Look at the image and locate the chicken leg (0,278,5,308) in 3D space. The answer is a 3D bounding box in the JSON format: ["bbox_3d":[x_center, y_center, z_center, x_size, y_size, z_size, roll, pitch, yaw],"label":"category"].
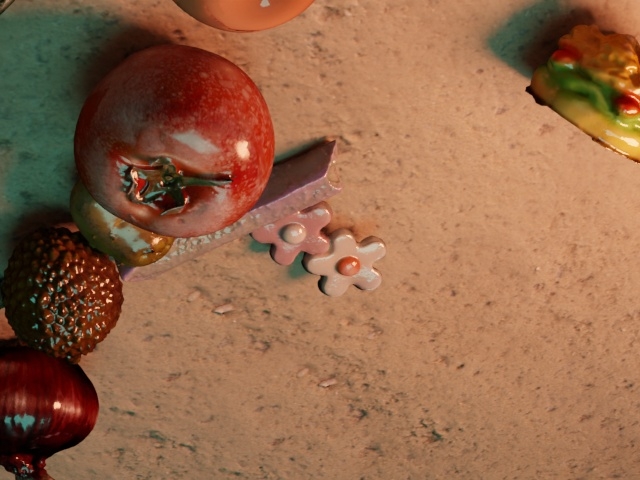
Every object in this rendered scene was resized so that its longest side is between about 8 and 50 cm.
[{"bbox_3d":[-0.571,0.087,2.168,0.196,0.080,0.125,28,112,-42],"label":"chicken leg"}]

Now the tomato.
[{"bbox_3d":[-0.191,-0.139,1.907,0.270,0.227,0.270,3,131,3],"label":"tomato"}]

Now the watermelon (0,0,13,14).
[{"bbox_3d":[-0.415,-0.336,1.679,0.136,0.207,0.202,-9,103,-27],"label":"watermelon"}]

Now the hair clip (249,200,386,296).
[{"bbox_3d":[0.000,0.006,2.283,0.146,0.075,0.257,-35,134,29],"label":"hair clip"}]

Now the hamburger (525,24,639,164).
[{"bbox_3d":[0.425,-0.222,2.044,0.237,0.237,0.149,20,111,-37],"label":"hamburger"}]

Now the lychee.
[{"bbox_3d":[-0.387,0.088,2.133,0.200,0.200,0.238,-12,121,-6],"label":"lychee"}]

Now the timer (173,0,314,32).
[{"bbox_3d":[-0.094,-0.368,1.677,0.230,0.215,0.229,-11,148,-7],"label":"timer"}]

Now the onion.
[{"bbox_3d":[-0.490,0.299,2.304,0.273,0.285,0.273,-8,165,-2],"label":"onion"}]

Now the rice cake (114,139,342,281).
[{"bbox_3d":[-0.139,-0.037,2.175,0.399,0.070,0.064,-24,144,12],"label":"rice cake"}]

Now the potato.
[{"bbox_3d":[-0.290,-0.042,2.076,0.137,0.137,0.176,-24,120,10],"label":"potato"}]
